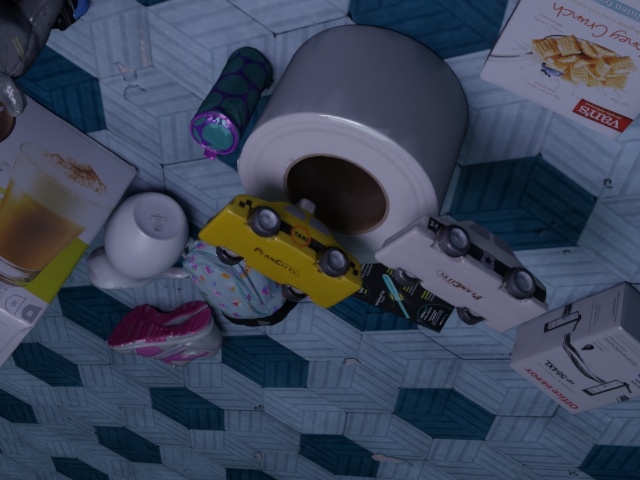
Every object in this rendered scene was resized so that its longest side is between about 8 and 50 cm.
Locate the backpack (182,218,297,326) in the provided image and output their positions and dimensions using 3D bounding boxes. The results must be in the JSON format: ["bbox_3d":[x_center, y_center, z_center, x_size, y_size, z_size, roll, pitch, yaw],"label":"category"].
[{"bbox_3d":[-0.131,0.052,1.414,0.152,0.115,0.182,-1,134,32],"label":"backpack"}]

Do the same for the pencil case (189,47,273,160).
[{"bbox_3d":[-0.108,-0.171,1.102,0.065,0.151,0.070,25,135,-4],"label":"pencil case"}]

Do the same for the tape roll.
[{"bbox_3d":[0.043,-0.112,1.084,0.246,0.169,0.246,14,142,11],"label":"tape roll"}]

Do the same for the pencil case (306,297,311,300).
[{"bbox_3d":[0.000,0.000,1.305,0.086,0.088,0.206,18,141,15],"label":"pencil case"}]

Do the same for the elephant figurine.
[{"bbox_3d":[-0.428,-0.280,1.069,0.239,0.186,0.169,13,156,40],"label":"elephant figurine"}]

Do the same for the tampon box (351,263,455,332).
[{"bbox_3d":[0.125,0.033,1.269,0.161,0.101,0.120,23,142,2],"label":"tampon box"}]

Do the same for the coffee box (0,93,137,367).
[{"bbox_3d":[-0.546,-0.018,1.361,0.338,0.334,0.338,35,139,-13],"label":"coffee box"}]

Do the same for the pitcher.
[{"bbox_3d":[-0.266,0.009,1.443,0.178,0.125,0.207,5,153,-27],"label":"pitcher"}]

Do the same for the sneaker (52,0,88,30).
[{"bbox_3d":[-0.393,-0.305,1.147,0.188,0.078,0.067,11,143,16],"label":"sneaker"}]

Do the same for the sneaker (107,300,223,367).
[{"bbox_3d":[-0.288,0.189,1.667,0.252,0.103,0.111,-5,133,33],"label":"sneaker"}]

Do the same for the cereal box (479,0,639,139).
[{"bbox_3d":[0.282,-0.213,0.904,0.173,0.047,0.240,25,152,2],"label":"cereal box"}]

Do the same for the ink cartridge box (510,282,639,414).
[{"bbox_3d":[0.401,0.163,1.296,0.148,0.085,0.203,37,140,-18],"label":"ink cartridge box"}]

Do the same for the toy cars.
[{"bbox_3d":[0.062,0.008,1.016,0.394,0.087,0.176,7,145,15],"label":"toy cars"}]
